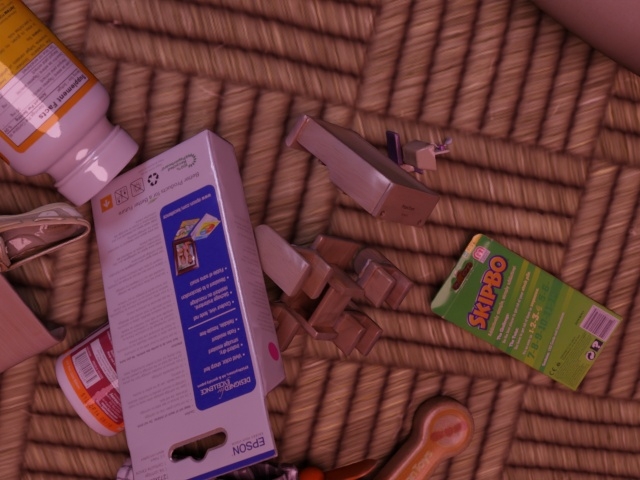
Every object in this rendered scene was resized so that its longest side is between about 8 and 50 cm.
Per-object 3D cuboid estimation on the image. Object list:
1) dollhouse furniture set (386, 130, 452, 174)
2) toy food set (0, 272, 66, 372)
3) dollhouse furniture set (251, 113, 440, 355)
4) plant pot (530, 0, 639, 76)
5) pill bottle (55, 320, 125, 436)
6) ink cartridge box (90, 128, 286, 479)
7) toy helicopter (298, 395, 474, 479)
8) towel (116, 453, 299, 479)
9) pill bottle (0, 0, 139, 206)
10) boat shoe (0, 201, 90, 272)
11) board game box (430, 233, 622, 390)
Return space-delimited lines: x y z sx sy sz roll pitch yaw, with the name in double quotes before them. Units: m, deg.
"dollhouse furniture set" 0.142 -0.092 1.094 0.081 0.114 0.090 -12 105 -12
"toy food set" -0.461 0.057 1.002 0.220 0.092 0.306 -27 126 0
"dollhouse furniture set" 0.000 0.000 1.061 0.212 0.161 0.242 11 116 -51
"plant pot" 0.310 -0.348 1.006 0.274 0.256 0.256 22 100 0
"pill bottle" -0.198 0.129 1.081 0.221 0.121 0.121 -34 109 0
"ink cartridge box" -0.144 0.077 0.962 0.176 0.370 0.069 -24 153 22
"toy helicopter" 0.070 0.350 1.213 0.235 0.140 0.355 41 84 -9
"towel" -0.136 0.406 1.130 0.235 0.121 0.283 3 103 23
"pill bottle" -0.320 -0.157 0.970 0.136 0.136 0.245 -42 109 2
"boat shoe" -0.322 0.003 0.942 0.153 0.048 0.056 -20 120 -30
"board game box" 0.278 0.096 1.212 0.260 0.039 0.124 29 97 -20
